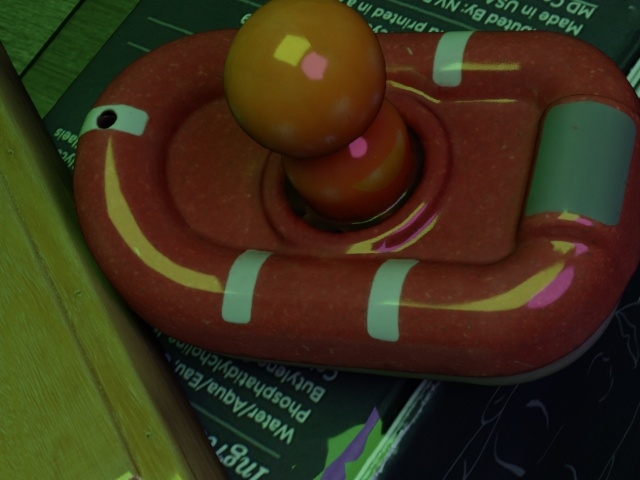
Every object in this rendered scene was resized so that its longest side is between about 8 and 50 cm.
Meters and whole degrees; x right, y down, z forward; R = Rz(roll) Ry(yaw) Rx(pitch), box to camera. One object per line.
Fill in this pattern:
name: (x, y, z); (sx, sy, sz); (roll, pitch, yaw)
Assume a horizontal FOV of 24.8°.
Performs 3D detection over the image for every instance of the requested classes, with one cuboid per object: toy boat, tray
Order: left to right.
tray: (-0.203, 0.028, 0.660); (0.203, 0.076, 0.411); (-34, 49, 0)
toy boat: (0.006, -0.037, 0.563); (0.231, 0.151, 0.151); (3, 60, 23)

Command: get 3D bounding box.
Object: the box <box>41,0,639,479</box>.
box: (0.025, 0.119, 0.852); (0.297, 0.480, 0.472); (24, 70, 33)
